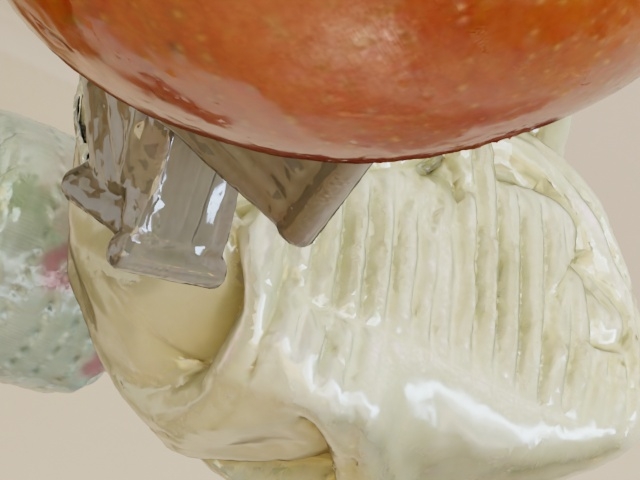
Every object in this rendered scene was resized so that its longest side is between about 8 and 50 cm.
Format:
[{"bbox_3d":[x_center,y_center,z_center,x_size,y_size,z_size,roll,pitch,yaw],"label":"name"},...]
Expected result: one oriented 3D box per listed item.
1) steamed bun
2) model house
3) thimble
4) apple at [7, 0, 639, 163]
[{"bbox_3d":[0.000,0.000,0.990,0.394,0.346,0.237,48,-40,-7],"label":"steamed bun"},{"bbox_3d":[-0.018,-0.078,0.665,0.122,0.188,0.229,18,-39,-30],"label":"model house"},{"bbox_3d":[-0.221,0.010,1.211,0.149,0.185,0.211,24,-13,-33],"label":"thimble"},{"bbox_3d":[0.019,-0.115,0.480,0.235,0.210,0.173,-11,-54,24],"label":"apple"}]
